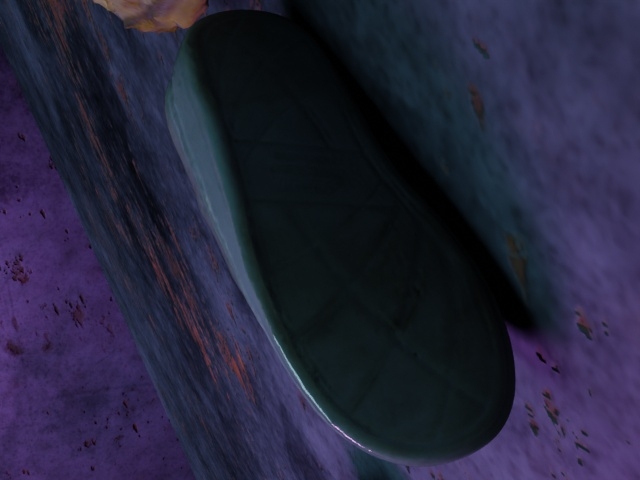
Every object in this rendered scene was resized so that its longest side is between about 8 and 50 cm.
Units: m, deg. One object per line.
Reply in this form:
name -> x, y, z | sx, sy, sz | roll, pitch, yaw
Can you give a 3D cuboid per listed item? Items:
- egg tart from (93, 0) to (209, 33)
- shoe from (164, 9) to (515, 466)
egg tart -> -0.167, -0.268, 0.469 | 0.352, 0.150, 0.352 | 50, 154, 36
shoe -> 0.000, 0.000, 0.436 | 0.251, 0.103, 0.100 | 63, 162, 21
